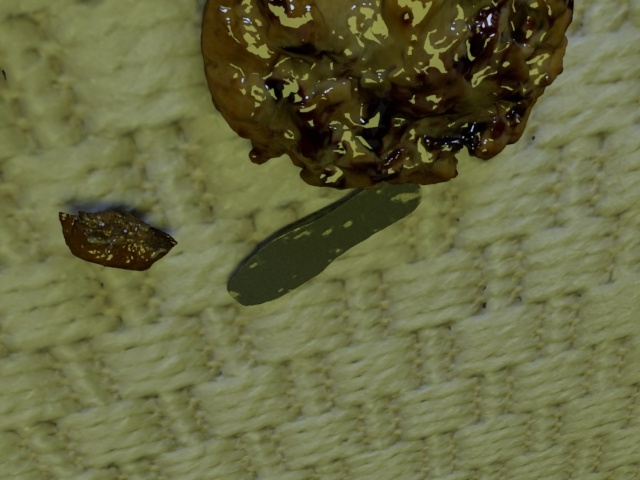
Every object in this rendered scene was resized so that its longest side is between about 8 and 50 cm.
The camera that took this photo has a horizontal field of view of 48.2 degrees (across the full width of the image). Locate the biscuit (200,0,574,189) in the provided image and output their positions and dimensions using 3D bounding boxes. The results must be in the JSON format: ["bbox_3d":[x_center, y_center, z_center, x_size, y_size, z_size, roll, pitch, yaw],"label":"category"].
[{"bbox_3d":[0.064,-0.158,0.629,0.334,0.081,0.289,0,128,-13],"label":"biscuit"}]

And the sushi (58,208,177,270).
[{"bbox_3d":[-0.201,-0.005,0.706,0.118,0.061,0.060,6,121,-45],"label":"sushi"}]

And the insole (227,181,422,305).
[{"bbox_3d":[0.000,0.000,0.789,0.248,0.011,0.081,-31,131,13],"label":"insole"}]
